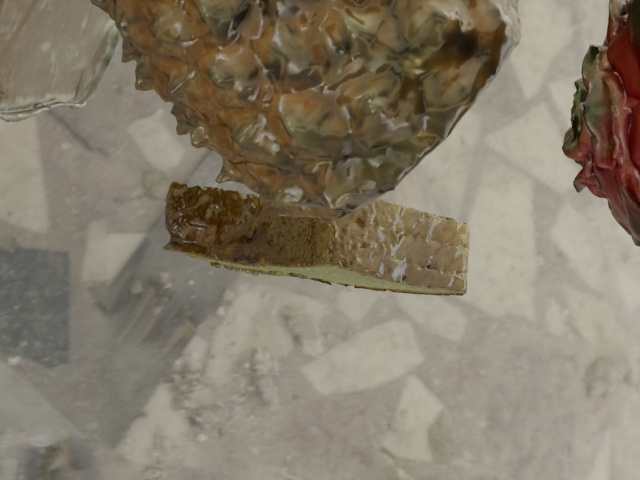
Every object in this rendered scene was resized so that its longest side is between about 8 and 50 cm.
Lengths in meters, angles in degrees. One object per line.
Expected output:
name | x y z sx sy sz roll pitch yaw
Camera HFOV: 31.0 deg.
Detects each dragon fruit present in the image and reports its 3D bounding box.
dragon fruit | 0.158 -0.061 0.444 0.121 0.142 0.130 22 39 -17

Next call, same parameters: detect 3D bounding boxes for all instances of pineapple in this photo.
pineapple | -0.076 -0.165 0.494 0.340 0.169 0.169 43 63 -9

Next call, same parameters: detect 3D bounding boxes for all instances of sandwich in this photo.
sandwich | 0.000 0.000 0.954 0.186 0.214 0.065 13 84 -42

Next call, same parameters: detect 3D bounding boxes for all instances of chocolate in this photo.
chocolate | -0.225 -0.180 0.885 0.080 0.254 0.157 22 101 4
